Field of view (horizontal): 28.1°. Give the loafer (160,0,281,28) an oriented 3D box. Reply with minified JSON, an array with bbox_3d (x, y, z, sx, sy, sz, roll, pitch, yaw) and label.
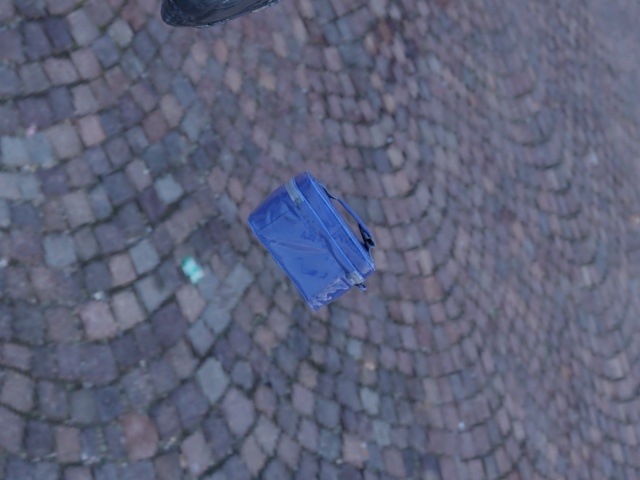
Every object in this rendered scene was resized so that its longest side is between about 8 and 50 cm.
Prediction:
[{"bbox_3d":[-0.041,-0.231,1.035,0.223,0.078,0.076,-35,92,-37],"label":"loafer"}]

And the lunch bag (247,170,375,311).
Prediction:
[{"bbox_3d":[0.000,0.000,0.936,0.098,0.065,0.067,52,6,-10],"label":"lunch bag"}]
